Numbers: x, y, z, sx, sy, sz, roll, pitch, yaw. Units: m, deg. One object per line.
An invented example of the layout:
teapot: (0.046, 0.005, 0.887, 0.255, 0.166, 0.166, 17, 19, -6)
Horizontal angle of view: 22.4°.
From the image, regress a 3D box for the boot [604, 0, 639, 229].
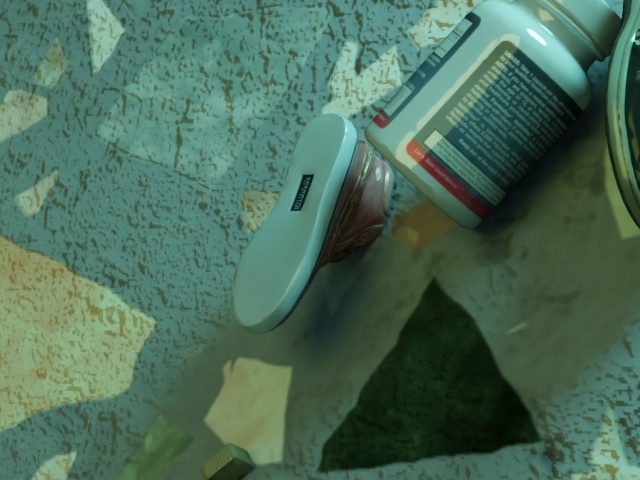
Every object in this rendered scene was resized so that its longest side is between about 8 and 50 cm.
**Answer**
boot: (0.284, -0.121, 1.041, 0.179, 0.085, 0.236, -6, 61, 34)

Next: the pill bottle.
pill bottle: (0.128, -0.106, 1.142, 0.180, 0.108, 0.108, -47, 45, 6)

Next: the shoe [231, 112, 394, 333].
shoe: (0.000, 0.000, 1.200, 0.063, 0.081, 0.178, 5, 66, 41)

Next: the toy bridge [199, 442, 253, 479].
toy bridge: (-0.053, 0.230, 1.147, 0.063, 0.026, 0.188, -41, 46, 14)
